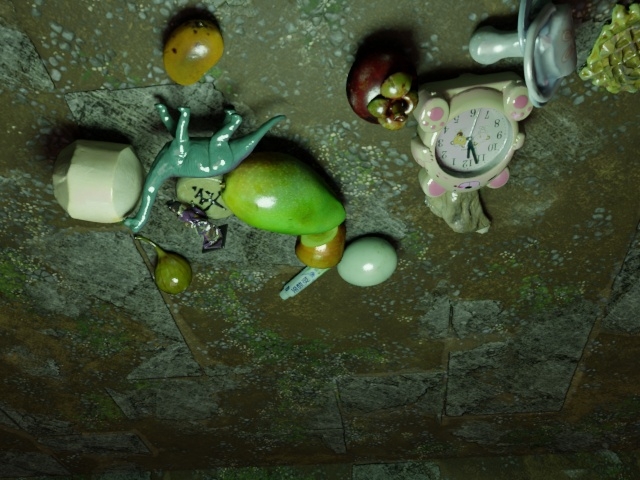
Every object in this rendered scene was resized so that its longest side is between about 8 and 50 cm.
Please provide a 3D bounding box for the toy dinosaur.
[{"bbox_3d":[-0.290,-0.164,1.554,0.383,0.129,0.331,5,106,-4],"label":"toy dinosaur"}]

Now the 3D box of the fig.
[{"bbox_3d":[-0.501,0.064,1.975,0.124,0.124,0.236,-26,108,27],"label":"fig"}]

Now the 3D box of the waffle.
[{"bbox_3d":[0.721,-0.427,1.422,0.203,0.054,0.223,6,138,-7],"label":"waffle"}]

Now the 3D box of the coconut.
[{"bbox_3d":[-0.555,-0.151,1.612,0.241,0.241,0.241,0,139,0],"label":"coconut"}]

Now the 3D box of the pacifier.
[{"bbox_3d":[0.425,-0.414,1.348,0.225,0.238,0.287,9,148,38],"label":"pacifier"}]

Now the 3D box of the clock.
[{"bbox_3d":[0.364,-0.253,1.547,0.283,0.114,0.310,-10,131,-4],"label":"clock"}]

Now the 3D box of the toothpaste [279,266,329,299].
[{"bbox_3d":[-0.032,0.107,2.050,0.074,0.048,0.297,31,127,-27],"label":"toothpaste"}]

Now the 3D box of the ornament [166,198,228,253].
[{"bbox_3d":[-0.342,-0.060,1.717,0.088,0.081,0.203,-17,135,26],"label":"ornament"}]

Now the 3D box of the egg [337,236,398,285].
[{"bbox_3d":[0.142,0.065,1.918,0.192,0.149,0.149,-12,138,20],"label":"egg"}]

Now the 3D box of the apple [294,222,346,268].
[{"bbox_3d":[-0.001,0.005,1.856,0.147,0.146,0.163,8,141,-2],"label":"apple"}]

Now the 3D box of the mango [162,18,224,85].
[{"bbox_3d":[-0.292,-0.422,1.407,0.115,0.090,0.178,24,142,-35],"label":"mango"}]

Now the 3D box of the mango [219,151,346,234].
[{"bbox_3d":[-0.085,-0.114,1.670,0.381,0.201,0.225,19,135,-37],"label":"mango"}]

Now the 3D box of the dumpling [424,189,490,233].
[{"bbox_3d":[0.381,-0.106,1.775,0.166,0.086,0.332,-17,132,15],"label":"dumpling"}]

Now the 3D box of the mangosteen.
[{"bbox_3d":[0.149,-0.338,1.419,0.199,0.200,0.200,0,139,0],"label":"mangosteen"}]

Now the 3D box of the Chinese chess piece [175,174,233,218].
[{"bbox_3d":[-0.306,-0.139,1.735,0.188,0.083,0.188,1,143,1],"label":"Chinese chess piece"}]
